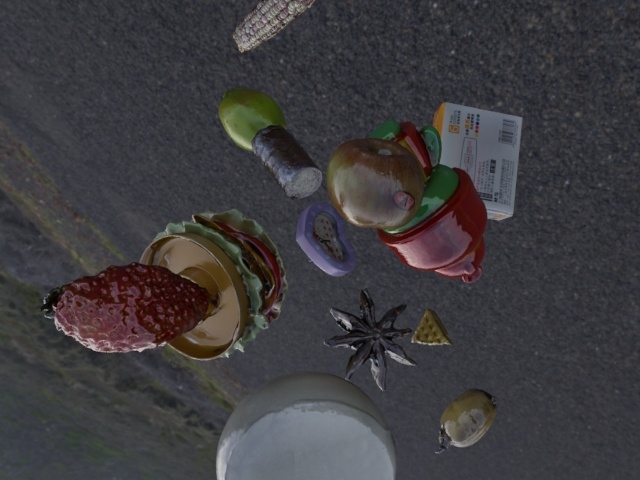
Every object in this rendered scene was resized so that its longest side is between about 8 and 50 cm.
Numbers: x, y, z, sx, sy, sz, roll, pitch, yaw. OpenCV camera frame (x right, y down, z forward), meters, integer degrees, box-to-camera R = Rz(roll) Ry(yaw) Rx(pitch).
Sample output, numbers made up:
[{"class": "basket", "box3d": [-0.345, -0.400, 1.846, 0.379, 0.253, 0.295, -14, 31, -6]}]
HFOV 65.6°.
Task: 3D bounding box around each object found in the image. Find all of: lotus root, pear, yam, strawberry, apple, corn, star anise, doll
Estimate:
[{"class": "lotus root", "box3d": [0.390, 0.494, 1.356, 0.125, 0.221, 0.118, 46, 179, -26]}, {"class": "pear", "box3d": [-0.211, -0.367, 1.479, 0.220, 0.187, 0.187, 45, 152, 4]}, {"class": "yam", "box3d": [-0.061, -0.137, 0.854, 0.141, 0.079, 0.079, 53, 166, 34]}, {"class": "strawberry", "box3d": [-0.268, 0.113, 0.722, 0.236, 0.106, 0.175, -6, 150, -23]}, {"class": "apple", "box3d": [0.067, -0.072, 0.629, 0.126, 0.126, 0.101, 23, 123, 16]}, {"class": "corn", "box3d": [-0.096, -0.453, 0.993, 0.237, 0.079, 0.079, -22, 123, 42]}, {"class": "star anise", "box3d": [0.146, 0.266, 1.360, 0.288, 0.288, 0.088, 32, 159, -1]}, {"class": "doll", "box3d": [0.191, -0.040, 0.857, 0.363, 0.183, 0.160, 46, -171, -32]}]

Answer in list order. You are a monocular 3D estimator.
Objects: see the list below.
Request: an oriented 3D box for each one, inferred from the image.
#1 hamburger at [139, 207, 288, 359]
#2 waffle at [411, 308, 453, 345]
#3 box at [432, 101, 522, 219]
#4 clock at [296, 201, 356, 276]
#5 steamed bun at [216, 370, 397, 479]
[{"class": "hamburger", "box3d": [-0.190, 0.075, 0.957, 0.275, 0.212, 0.274, 9, 111, 25]}, {"class": "waffle", "box3d": [0.292, 0.270, 1.303, 0.032, 0.191, 0.125, 21, 109, -11]}, {"class": "box", "box3d": [0.389, -0.200, 1.276, 0.221, 0.273, 0.091, 11, 170, -4]}, {"class": "clock", "box3d": [0.000, 0.000, 1.249, 0.172, 0.197, 0.064, 0, 154, -48]}, {"class": "steamed bun", "box3d": [-0.025, 0.341, 0.803, 0.283, 0.283, 0.177, 39, -179, -14]}]
